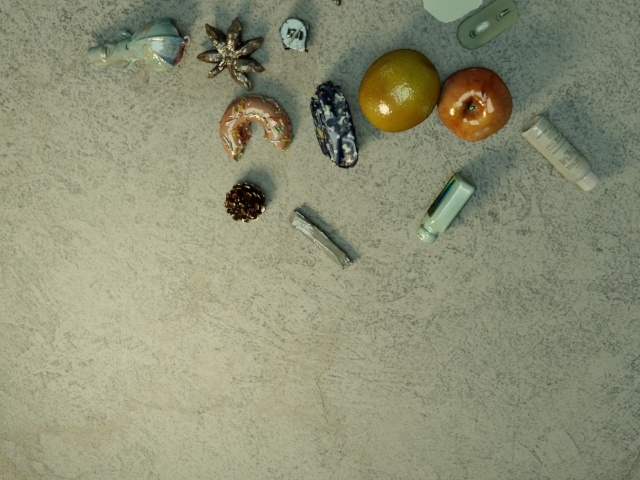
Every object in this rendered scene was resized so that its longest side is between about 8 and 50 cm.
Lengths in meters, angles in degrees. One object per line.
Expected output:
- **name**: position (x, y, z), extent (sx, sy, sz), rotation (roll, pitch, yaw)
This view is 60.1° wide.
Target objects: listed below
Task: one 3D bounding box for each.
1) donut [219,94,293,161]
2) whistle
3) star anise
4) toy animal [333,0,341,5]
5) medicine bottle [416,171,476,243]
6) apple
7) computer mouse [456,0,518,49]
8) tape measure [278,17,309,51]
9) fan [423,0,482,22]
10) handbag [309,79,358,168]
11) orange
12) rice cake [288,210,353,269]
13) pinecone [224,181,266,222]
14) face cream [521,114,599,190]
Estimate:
- **donut**: position (-0.209, -0.350, 1.712), extent (0.233, 0.085, 0.199), rotation (-11, 109, 11)
- **whistle**: position (-0.538, -0.575, 1.658), extent (0.346, 0.133, 0.142), rotation (-3, 115, 20)
- **star anise**: position (-0.261, -0.559, 1.640), extent (0.212, 0.073, 0.196), rotation (17, 116, -1)
- **toy animal**: position (-0.014, -0.737, 1.546), extent (0.202, 0.070, 0.105), rotation (40, 123, -14)
- **medicine bottle**: position (0.383, -0.095, 1.704), extent (0.083, 0.121, 0.229), rotation (31, 113, -5)
- **apple**: position (0.432, -0.381, 1.557), extent (0.210, 0.164, 0.209), rotation (4, 113, 10)
- **computer mouse**: position (0.466, -0.599, 1.523), extent (0.182, 0.056, 0.089), rotation (-31, 109, 18)
- **tape measure**: position (-0.077, -0.597, 1.607), extent (0.091, 0.054, 0.094), rotation (1, 114, 2)
- **fan**: position (0.327, -0.753, 1.503), extent (0.182, 0.010, 0.310), rotation (-28, 108, 18)
- **handbag**: position (0.040, -0.336, 1.643), extent (0.113, 0.162, 0.260), rotation (-17, 109, 1)
- **orange**: position (0.221, -0.418, 1.547), extent (0.236, 0.236, 0.236), rotation (3, 112, 7)
- **rice cake**: position (0.000, 0.000, 1.842), extent (0.270, 0.049, 0.055), rotation (40, 90, -9)
- **pinecone**: position (-0.248, -0.115, 1.794), extent (0.140, 0.121, 0.140), rotation (6, 120, 11)
- **face cream**: position (0.706, -0.249, 1.614), extent (0.269, 0.082, 0.082), rotation (42, 112, -9)
